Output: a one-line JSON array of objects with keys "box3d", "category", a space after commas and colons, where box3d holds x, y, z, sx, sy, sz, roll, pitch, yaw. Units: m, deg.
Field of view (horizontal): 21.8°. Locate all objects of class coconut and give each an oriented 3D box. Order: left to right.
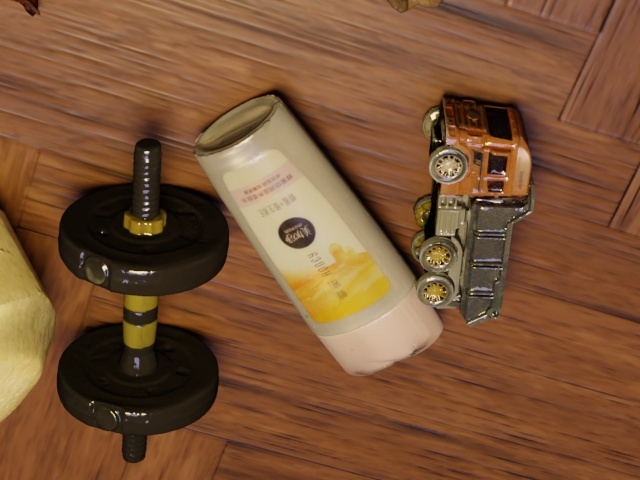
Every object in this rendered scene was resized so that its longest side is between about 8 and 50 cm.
[{"box3d": [-0.335, 0.054, 1.391, 0.202, 0.222, 0.202, -29, 155, -15], "category": "coconut"}]

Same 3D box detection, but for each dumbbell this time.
[{"box3d": [-0.154, 0.059, 1.426, 0.143, 0.143, 0.326, 4, 121, -3], "category": "dumbbell"}]

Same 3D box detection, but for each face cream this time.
[{"box3d": [0.000, 0.000, 1.434, 0.107, 0.073, 0.269, -23, 120, 22], "category": "face cream"}]

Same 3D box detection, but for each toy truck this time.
[{"box3d": [0.128, -0.024, 1.415, 0.092, 0.083, 0.192, 2, 122, -2], "category": "toy truck"}]

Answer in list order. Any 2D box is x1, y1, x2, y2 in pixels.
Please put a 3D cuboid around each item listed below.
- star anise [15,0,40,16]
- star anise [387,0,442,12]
[{"box3d": [-0.245, -0.275, 1.283, 0.158, 0.144, 0.140, 35, 160, -12], "category": "star anise"}, {"box3d": [0.055, -0.309, 1.230, 0.315, 0.108, 0.315, -1, 118, -2], "category": "star anise"}]
